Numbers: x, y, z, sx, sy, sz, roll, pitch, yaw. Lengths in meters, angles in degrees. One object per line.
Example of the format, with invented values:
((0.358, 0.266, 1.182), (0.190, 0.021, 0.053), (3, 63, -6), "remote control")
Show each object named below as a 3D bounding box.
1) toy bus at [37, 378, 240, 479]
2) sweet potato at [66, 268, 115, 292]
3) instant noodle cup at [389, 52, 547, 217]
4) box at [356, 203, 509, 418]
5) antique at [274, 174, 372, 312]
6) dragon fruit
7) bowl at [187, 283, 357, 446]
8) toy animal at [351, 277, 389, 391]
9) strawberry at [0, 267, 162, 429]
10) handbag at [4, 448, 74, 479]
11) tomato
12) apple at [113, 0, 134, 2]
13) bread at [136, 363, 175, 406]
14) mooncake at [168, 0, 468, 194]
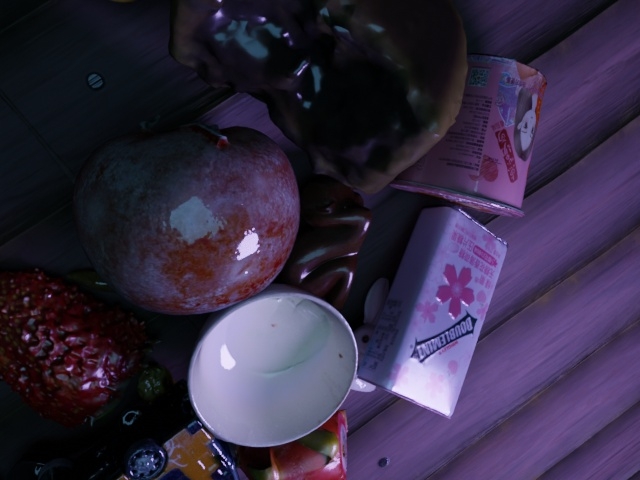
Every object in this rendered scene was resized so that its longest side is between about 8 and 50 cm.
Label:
((-0.310, 0.409, 0.787), (0.323, 0.162, 0.194), (-35, 112, -17), "toy bus")
((-0.355, 0.071, 0.823), (0.153, 0.038, 0.041), (3, 117, -19), "sweet potato")
((0.262, -0.178, 0.836), (0.243, 0.243, 0.231), (13, 94, -19), "instant noodle cup")
((0.223, 0.125, 0.905), (0.190, 0.112, 0.370), (29, 77, -27), "box")
((0.000, 0.000, 0.867), (0.143, 0.121, 0.257), (14, 109, -10), "antique")
((-0.056, 0.395, 0.916), (0.227, 0.224, 0.224), (-5, 108, -1), "dragon fruit")
((-0.088, 0.190, 0.809), (0.277, 0.145, 0.277), (-5, 110, -15), "bowl")
((0.111, 0.193, 0.952), (0.104, 0.131, 0.221), (25, 96, 0), "toy animal")
((-0.446, 0.190, 0.781), (0.306, 0.138, 0.233), (35, 95, -24), "strawberry")
((-0.430, 0.511, 0.902), (0.332, 0.075, 0.191), (28, 106, -18), "handbag")
((-0.186, -0.043, 0.692), (0.316, 0.316, 0.282), (-7, 100, -14), "tomato")
((-0.303, -0.423, 0.583), (0.261, 0.261, 0.194), (19, 117, -21), "apple")
((-0.302, 0.281, 0.888), (0.066, 0.060, 0.110), (-32, 121, -35), "bread")
((0.004, -0.260, 0.674), (0.393, 0.246, 0.394), (-17, 85, -26), "mooncake")
